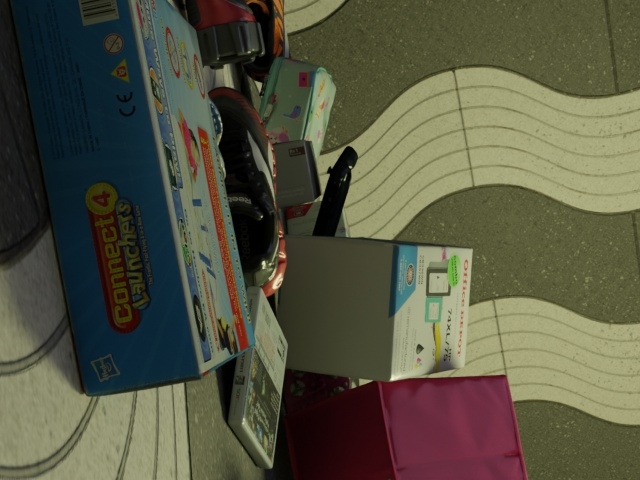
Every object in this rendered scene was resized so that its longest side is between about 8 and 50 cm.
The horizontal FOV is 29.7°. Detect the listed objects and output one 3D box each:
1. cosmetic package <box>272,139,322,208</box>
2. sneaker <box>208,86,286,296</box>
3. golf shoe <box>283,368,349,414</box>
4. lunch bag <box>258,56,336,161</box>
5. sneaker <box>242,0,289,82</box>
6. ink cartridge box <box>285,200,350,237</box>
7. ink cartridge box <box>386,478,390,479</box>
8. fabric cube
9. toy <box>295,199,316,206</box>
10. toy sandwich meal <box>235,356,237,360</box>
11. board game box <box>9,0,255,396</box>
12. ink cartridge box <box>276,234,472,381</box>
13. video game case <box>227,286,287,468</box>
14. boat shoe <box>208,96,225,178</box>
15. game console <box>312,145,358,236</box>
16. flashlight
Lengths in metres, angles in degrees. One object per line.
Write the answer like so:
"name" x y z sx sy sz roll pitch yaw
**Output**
"cosmetic package" -0.069 -0.102 1.901 0.238 0.127 0.107 -60 140 -82
"sneaker" -0.103 -0.067 1.492 0.135 0.097 0.276 70 11 -80
"golf shoe" -0.010 0.267 2.018 0.140 0.115 0.306 -126 -159 -58
"lunch bag" -0.054 -0.213 2.240 0.279 0.108 0.224 18 87 -82
"sneaker" -0.117 -0.458 2.227 0.180 0.124 0.321 4 75 -87
"ink cartridge box" 0.003 0.020 2.585 0.176 0.128 0.127 -96 174 -45
"ink cartridge box" 0.122 0.420 1.433 0.223 0.045 0.224 -69 146 -79
"fabric cube" 0.134 0.357 1.837 0.254 0.258 0.259 -28 -113 49
"toy" -0.046 -0.108 2.784 0.237 0.056 0.137 -88 171 -53
"toy sandwich meal" -0.099 0.129 1.532 0.085 0.029 0.085 -8 90 -75
"board game box" -0.139 -0.045 0.978 0.302 0.086 0.308 20 59 -86
"ink cartridge box" 0.085 0.096 1.823 0.270 0.197 0.198 1 93 -60
"video game case" -0.076 0.173 1.492 0.190 0.022 0.173 72 22 -62
"boat shoe" -0.147 -0.128 1.355 0.183 0.066 0.066 93 -16 -62
"game console" 0.000 0.000 1.985 0.213 0.044 0.361 -74 180 -54
"flashlight" -0.153 -0.395 1.671 0.103 0.103 0.304 3 77 -85
